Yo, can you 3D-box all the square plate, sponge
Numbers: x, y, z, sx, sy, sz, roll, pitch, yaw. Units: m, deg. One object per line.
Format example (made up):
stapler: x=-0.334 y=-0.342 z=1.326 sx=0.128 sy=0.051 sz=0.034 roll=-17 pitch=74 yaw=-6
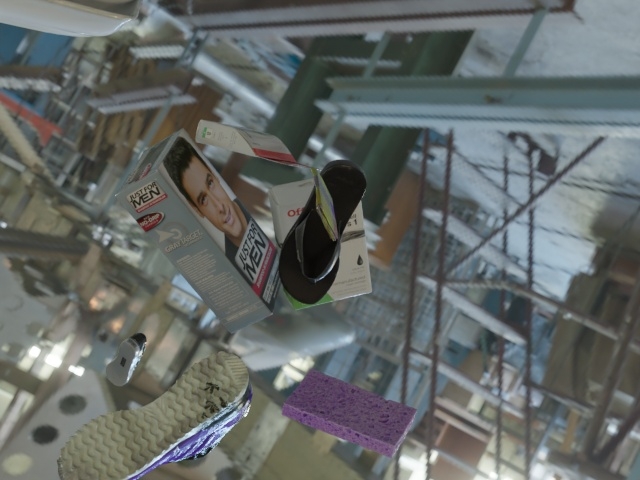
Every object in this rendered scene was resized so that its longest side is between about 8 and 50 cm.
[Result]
square plate: x=-0.388 y=-0.313 z=1.119 sx=0.347 sy=0.049 sz=0.344 roll=11 pitch=-161 yaw=-10
sponge: x=0.050 y=0.297 z=1.593 sx=0.210 sy=0.031 sz=0.117 roll=19 pitch=-150 yaw=19

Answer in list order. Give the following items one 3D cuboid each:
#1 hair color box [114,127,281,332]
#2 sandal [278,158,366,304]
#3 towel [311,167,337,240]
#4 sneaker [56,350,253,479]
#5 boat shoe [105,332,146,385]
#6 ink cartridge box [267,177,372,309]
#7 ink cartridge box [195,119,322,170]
hair color box: x=-0.227 y=-0.018 z=1.847 sx=0.374 sy=0.114 sz=0.185 roll=53 pitch=-154 yaw=-22
sandal: x=-0.003 y=-0.006 z=1.421 sx=0.097 sy=0.254 sz=0.054 roll=13 pitch=-151 yaw=-8
towel: x=0.004 y=-0.044 z=1.107 sx=0.083 sy=0.009 sz=0.060 roll=-98 pitch=-16 yaw=-50
sneaker: x=-0.220 y=0.283 z=1.310 sx=0.102 sy=0.293 sz=0.146 roll=56 pitch=169 yaw=29
boat shoe: x=-0.348 y=0.216 z=1.665 sx=0.049 sy=0.040 sz=0.142 roll=43 pitch=134 yaw=6
ink cartridge box: x=0.000 y=0.000 z=1.724 sx=0.160 sy=0.219 sz=0.092 roll=-13 pitch=-155 yaw=-10
ink cartridge box: x=-0.115 y=-0.195 z=1.893 sx=0.225 sy=0.056 sz=0.181 roll=14 pitch=-173 yaw=24
